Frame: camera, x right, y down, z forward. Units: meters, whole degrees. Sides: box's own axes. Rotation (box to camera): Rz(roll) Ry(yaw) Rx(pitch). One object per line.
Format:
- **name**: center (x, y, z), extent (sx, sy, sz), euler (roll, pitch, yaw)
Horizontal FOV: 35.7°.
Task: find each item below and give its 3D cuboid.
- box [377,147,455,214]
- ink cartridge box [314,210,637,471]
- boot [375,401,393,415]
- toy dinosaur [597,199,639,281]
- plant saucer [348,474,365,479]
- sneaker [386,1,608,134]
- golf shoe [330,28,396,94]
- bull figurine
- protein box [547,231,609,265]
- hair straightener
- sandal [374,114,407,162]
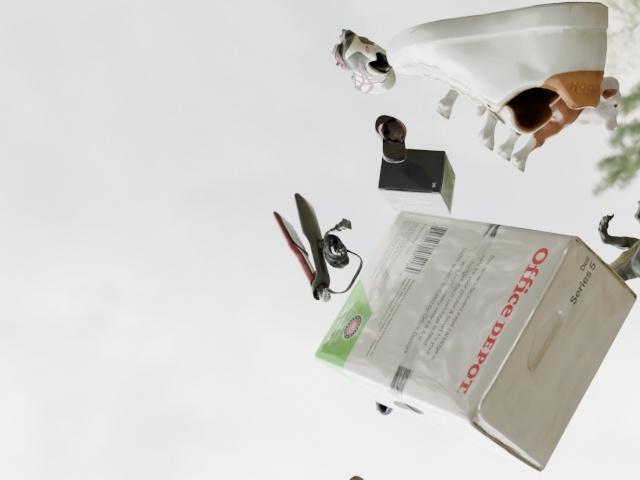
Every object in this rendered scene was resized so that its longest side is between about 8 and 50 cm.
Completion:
- **box**: center (0.234, -0.140, 2.380), extent (0.207, 0.153, 0.108), euler (45, -128, -71)
- **ink cartridge box**: center (0.146, 0.088, 0.999), extent (0.114, 0.273, 0.198), euler (38, -103, -29)
- **boot**: center (0.149, 0.240, 1.821), extent (0.069, 0.190, 0.086), euler (30, -135, 31)
- **toy dinosaur**: center (0.453, 0.008, 1.410), extent (0.064, 0.268, 0.118), euler (0, -110, -62)
- **plant saucer**: center (0.075, 0.487, 1.879), extent (0.083, 0.015, 0.083), euler (19, -115, -49)
- **sneaker**: center (0.169, -0.171, 1.033), extent (0.105, 0.290, 0.123), euler (-8, -81, -33)
- **golf shoe**: center (0.131, -0.412, 2.399), extent (0.120, 0.105, 0.273), euler (22, 179, 31)
- **bull figurine**: center (0.303, -0.199, 1.399), extent (0.310, 0.188, 0.101), euler (25, -165, -44)
- **protein box**: center (0.393, 0.128, 1.771), extent (0.136, 0.200, 0.201), euler (28, -110, 2)
- **hair straightener**: center (0.000, 0.000, 1.277), extent (0.047, 0.089, 0.230), euler (43, -168, -29)
- **sandal**: center (0.152, -0.225, 2.090), extent (0.067, 0.040, 0.179), euler (-4, -145, -1)
